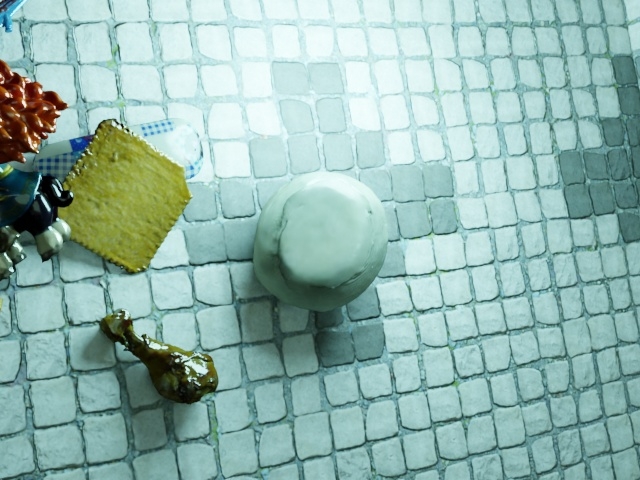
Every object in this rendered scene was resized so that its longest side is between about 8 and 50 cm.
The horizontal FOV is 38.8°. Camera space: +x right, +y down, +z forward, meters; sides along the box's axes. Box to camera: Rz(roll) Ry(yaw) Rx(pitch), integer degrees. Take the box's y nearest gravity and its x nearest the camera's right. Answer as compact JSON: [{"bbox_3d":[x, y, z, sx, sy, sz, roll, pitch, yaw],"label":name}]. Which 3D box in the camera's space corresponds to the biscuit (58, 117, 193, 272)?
[{"bbox_3d":[-0.363,-0.076,1.674,0.237,0.013,0.232,34,87,-36],"label":"biscuit"}]

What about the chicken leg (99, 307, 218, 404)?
[{"bbox_3d":[-0.302,0.217,1.695,0.251,0.087,0.107,39,49,-10],"label":"chicken leg"}]

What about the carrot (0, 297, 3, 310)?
[{"bbox_3d":[-0.682,0.086,1.492,0.302,0.114,0.114,20,73,-21],"label":"carrot"}]

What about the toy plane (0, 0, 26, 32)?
[{"bbox_3d":[-0.633,-0.390,1.596,0.254,0.105,0.271,-9,87,-28],"label":"toy plane"}]

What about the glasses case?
[{"bbox_3d":[-0.375,-0.148,1.708,0.327,0.076,0.125,-17,94,-28],"label":"glasses case"}]

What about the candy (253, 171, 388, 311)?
[{"bbox_3d":[0.000,0.000,1.824,0.296,0.185,0.295,-1,95,-16],"label":"candy"}]

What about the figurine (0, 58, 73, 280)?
[{"bbox_3d":[-0.567,-0.130,1.495,0.306,0.241,0.411,8,115,10],"label":"figurine"}]
